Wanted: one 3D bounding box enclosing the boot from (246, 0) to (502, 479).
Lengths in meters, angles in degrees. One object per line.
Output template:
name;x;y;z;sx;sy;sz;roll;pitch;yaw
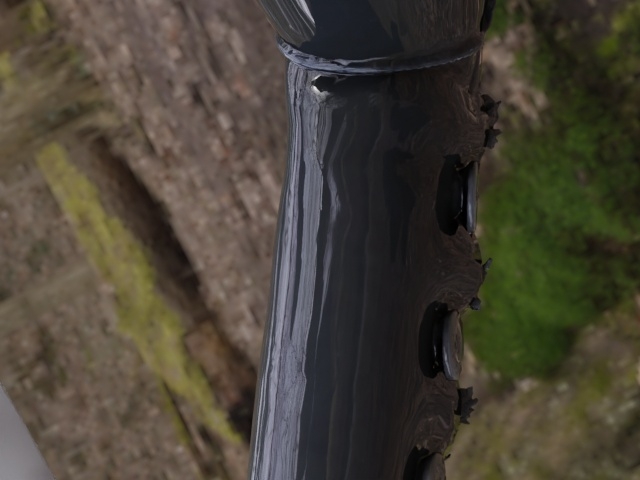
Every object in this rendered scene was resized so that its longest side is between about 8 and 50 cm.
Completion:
boot;0.001;0.000;0.841;0.367;0.146;0.445;-1;-78;-66

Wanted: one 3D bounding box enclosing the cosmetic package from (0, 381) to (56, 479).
cosmetic package;-0.146;0.140;0.316;0.224;0.224;0.138;57;142;25
